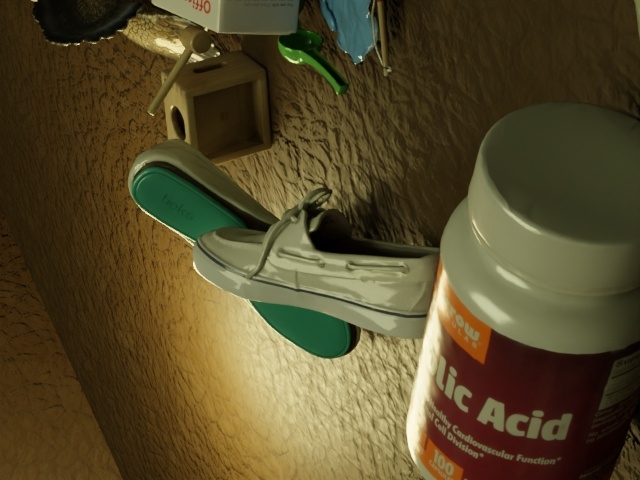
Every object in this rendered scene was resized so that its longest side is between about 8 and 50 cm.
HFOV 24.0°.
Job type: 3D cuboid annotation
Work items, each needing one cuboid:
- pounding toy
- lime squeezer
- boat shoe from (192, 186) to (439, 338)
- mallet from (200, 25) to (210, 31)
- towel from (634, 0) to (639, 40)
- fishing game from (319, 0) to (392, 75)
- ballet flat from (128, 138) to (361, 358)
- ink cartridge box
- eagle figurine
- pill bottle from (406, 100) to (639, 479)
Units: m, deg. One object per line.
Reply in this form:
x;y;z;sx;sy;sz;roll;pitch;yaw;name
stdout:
-0.175;-0.213;2.105;0.094;0.181;0.206;42;143;49;pounding toy
-0.036;-0.292;1.879;0.110;0.058;0.310;83;169;-68;lime squeezer
-0.004;0.003;1.870;0.367;0.136;0.157;16;114;33;boat shoe
-0.154;-0.358;2.141;0.062;0.039;0.189;68;160;8;mallet
0.353;-0.211;1.164;0.312;0.056;0.324;11;115;60;towel
0.036;-0.299;1.767;0.264;0.041;0.189;-127;26;-56;fishing game
-0.088;-0.002;2.072;0.400;0.139;0.139;41;160;-14;ballet flat
-0.109;-0.402;1.839;0.198;0.114;0.273;32;120;54;ink cartridge box
-0.305;-0.353;2.174;0.225;0.226;0.298;84;162;-65;eagle figurine
0.213;0.076;1.438;0.224;0.224;0.392;52;150;36;pill bottle
